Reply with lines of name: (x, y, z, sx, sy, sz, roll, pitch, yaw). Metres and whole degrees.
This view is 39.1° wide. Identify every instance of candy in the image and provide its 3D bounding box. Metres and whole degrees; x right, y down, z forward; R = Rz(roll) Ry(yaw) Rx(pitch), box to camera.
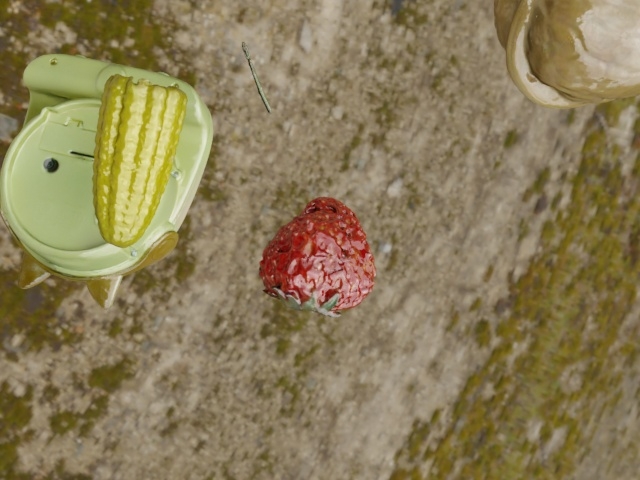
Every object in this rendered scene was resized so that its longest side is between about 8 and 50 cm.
candy: (-0.222, -0.089, 1.058, 0.106, 0.094, 0.199, -23, 126, -84)

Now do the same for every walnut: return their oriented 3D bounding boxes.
walnut: (0.421, -0.347, 1.449, 0.285, 0.296, 0.285, -13, 129, -17)

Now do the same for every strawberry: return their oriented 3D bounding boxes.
strawberry: (0.000, 0.000, 1.430, 0.111, 0.190, 0.236, 89, 11, -47)

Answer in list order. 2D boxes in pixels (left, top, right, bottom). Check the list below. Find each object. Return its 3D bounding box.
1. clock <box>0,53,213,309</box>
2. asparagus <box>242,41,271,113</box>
clock: (-0.329, -0.084, 1.312, 0.117, 0.286, 0.348, 66, 38, -76)
asparagus: (-0.139, -0.352, 1.955, 0.016, 0.013, 0.166, -23, 109, -2)
